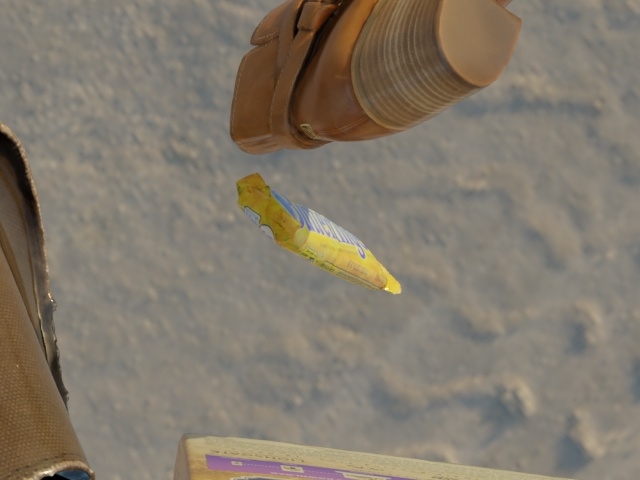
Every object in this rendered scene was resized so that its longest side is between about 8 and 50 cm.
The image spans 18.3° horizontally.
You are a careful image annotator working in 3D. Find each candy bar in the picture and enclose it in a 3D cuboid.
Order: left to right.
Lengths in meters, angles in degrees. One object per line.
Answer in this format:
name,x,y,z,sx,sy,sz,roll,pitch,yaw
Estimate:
candy bar,0.000,0.000,0.933,0.018,0.040,0.161,-45,159,6

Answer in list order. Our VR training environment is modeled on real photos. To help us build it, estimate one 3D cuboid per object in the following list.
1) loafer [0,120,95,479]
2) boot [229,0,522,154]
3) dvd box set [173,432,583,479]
loafer,-0.143,0.101,0.882,0.130,0.366,0.134,-16,163,31
boot,0.041,-0.122,0.898,0.152,0.073,0.197,-16,-147,49
dvd box set,0.089,0.161,0.872,0.307,0.420,0.062,7,93,-6
